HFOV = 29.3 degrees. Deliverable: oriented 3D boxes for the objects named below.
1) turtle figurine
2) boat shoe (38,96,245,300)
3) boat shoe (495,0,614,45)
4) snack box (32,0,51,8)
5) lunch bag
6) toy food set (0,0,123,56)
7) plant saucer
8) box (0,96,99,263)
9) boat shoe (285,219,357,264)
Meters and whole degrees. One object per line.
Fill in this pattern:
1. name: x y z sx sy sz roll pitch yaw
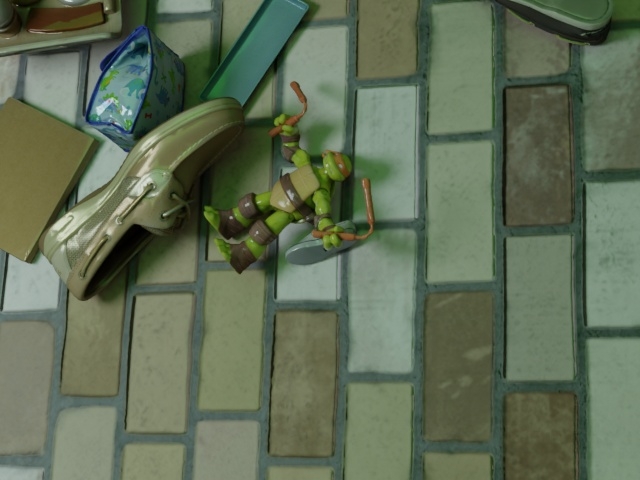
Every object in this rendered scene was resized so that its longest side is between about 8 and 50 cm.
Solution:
1. turtle figurine: -0.043 -0.065 1.598 0.217 0.087 0.269 -32 59 11
2. boat shoe: -0.219 -0.054 1.635 0.341 0.122 0.110 -40 73 14
3. boat shoe: 0.271 -0.320 1.583 0.228 0.068 0.081 33 75 21
4. snack box: -0.468 -0.399 1.815 0.207 0.070 0.174 1 76 17
5. lunch bag: -0.241 -0.201 1.667 0.096 0.129 0.151 18 82 19
6. toy food set: -0.401 -0.403 1.713 0.220 0.092 0.306 -8 76 8
7. plant saucer: -0.091 -0.259 1.699 0.067 0.018 0.192 32 87 21
8. box: -0.429 -0.087 1.747 0.164 0.021 0.201 26 84 20
9. boat shoe: 0.000 0.000 1.599 0.100 0.035 0.035 -23 43 13
